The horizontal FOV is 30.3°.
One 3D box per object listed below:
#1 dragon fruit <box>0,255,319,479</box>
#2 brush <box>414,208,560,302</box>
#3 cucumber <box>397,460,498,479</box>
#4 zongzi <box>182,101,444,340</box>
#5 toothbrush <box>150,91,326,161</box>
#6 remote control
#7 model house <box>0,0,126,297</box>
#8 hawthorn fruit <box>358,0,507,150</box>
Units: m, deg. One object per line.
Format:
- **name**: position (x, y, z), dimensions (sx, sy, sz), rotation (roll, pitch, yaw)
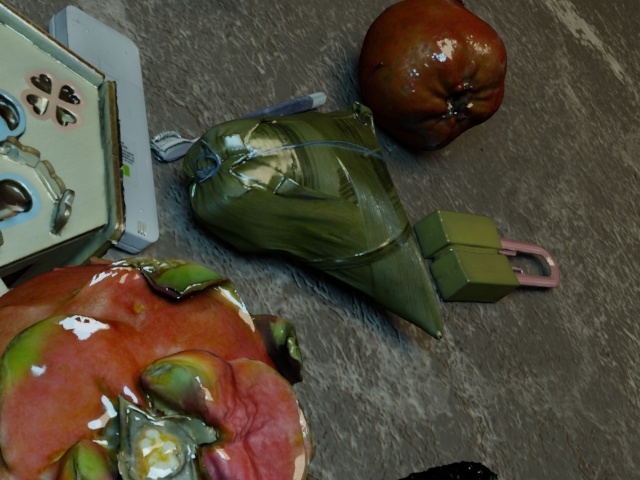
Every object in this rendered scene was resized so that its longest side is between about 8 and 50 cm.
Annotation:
- **dragon fruit**: position (-0.108, 0.159, 0.790), dimensions (0.305, 0.225, 0.305), rotation (-4, 95, -52)
- **brush**: position (0.222, 0.023, 1.439), dimensions (0.233, 0.047, 0.103), rotation (5, 56, -42)
- **cucumber**: position (0.083, 0.256, 1.105), dimensions (0.300, 0.072, 0.072), rotation (-11, 68, -49)
- **zongzi**: position (0.000, 0.000, 1.188), dimensions (0.251, 0.125, 0.274), rotation (-13, 75, -49)
- **toothbrush**: position (-0.082, -0.129, 1.288), dimensions (0.026, 0.024, 0.288), rotation (45, 38, 16)
- **remote control**: position (-0.208, -0.109, 1.128), dimensions (0.103, 0.034, 0.250), rotation (26, 43, -46)
- **model house**: position (-0.267, -0.068, 0.947), dimensions (0.326, 0.169, 0.244), rotation (55, 37, 7)
- **hawthorn fruit**: position (0.127, -0.219, 1.445), dimensions (0.185, 0.185, 0.202), rotation (15, 36, -36)
